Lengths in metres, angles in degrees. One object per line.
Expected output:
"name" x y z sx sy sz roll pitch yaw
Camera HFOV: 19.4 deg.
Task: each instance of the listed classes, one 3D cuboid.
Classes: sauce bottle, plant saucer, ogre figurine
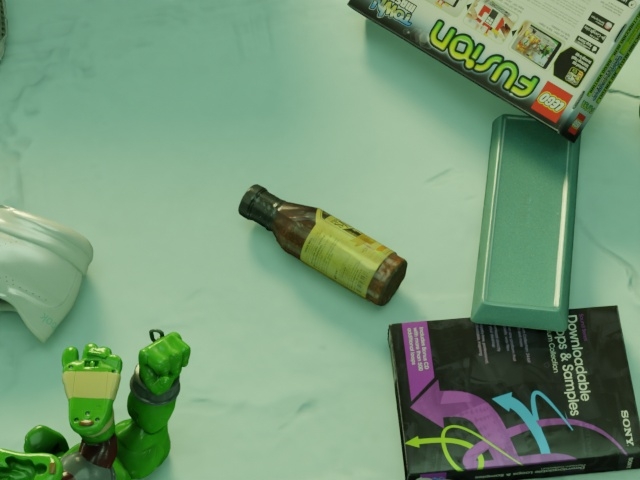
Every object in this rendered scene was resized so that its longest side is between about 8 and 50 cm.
"sauce bottle" 0.000 0.000 1.328 0.128 0.042 0.042 31 65 15
"plant saucer" 0.149 -0.019 1.333 0.067 0.018 0.192 6 50 6
"ogre figurine" -0.162 0.149 1.203 0.097 0.118 0.197 22 61 18

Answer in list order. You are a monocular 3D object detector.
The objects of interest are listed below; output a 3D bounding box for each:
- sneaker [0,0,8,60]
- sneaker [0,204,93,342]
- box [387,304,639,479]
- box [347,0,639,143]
"sneaker" -0.306 -0.240 1.412 0.115 0.090 0.232 -3 88 10
"sneaker" -0.273 0.011 1.316 0.212 0.080 0.094 17 73 9
"box" 0.132 0.105 1.272 0.162 0.029 0.116 -5 60 -3
"box" 0.131 -0.172 1.387 0.207 0.036 0.114 35 97 26
